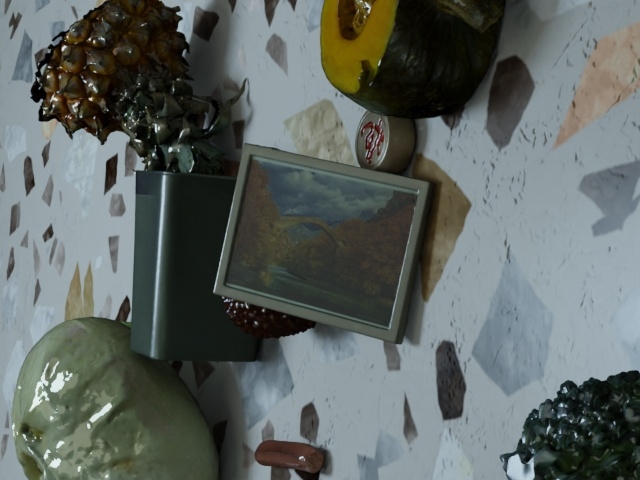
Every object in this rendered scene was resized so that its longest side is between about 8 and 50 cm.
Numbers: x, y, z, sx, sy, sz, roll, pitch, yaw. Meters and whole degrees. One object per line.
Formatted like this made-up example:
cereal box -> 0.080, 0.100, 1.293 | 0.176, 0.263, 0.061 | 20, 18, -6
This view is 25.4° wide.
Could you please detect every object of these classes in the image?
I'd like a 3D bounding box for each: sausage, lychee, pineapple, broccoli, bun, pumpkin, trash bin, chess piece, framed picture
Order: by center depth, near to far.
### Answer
broccoli -> 0.235, 0.241, 1.138 | 0.198, 0.177, 0.275 | 7, 104, 55
pumpkin -> 0.113, -0.276, 1.449 | 0.222, 0.139, 0.317 | 45, 121, 58
chess piece -> 0.072, -0.112, 1.585 | 0.083, 0.038, 0.084 | -13, 74, 58
framed picture -> 0.000, 0.000, 1.586 | 0.250, 0.016, 0.184 | 15, 95, 30
lychee -> -0.050, 0.060, 1.690 | 0.129, 0.123, 0.123 | 0, 85, 49
sausage -> -0.040, 0.261, 1.725 | 0.147, 0.035, 0.030 | -7, 46, 59
trash bin -> -0.154, 0.032, 1.844 | 0.122, 0.164, 0.240 | 9, 96, 61
bun -> -0.303, 0.286, 1.940 | 0.361, 0.213, 0.361 | 17, 114, 43
pineapple -> -0.230, -0.174, 2.005 | 0.272, 0.262, 0.262 | 48, 129, 24

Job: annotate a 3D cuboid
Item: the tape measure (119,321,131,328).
tape measure -> -0.296, 0.200, 2.135 | 0.177, 0.087, 0.154 | -58, 39, 35
